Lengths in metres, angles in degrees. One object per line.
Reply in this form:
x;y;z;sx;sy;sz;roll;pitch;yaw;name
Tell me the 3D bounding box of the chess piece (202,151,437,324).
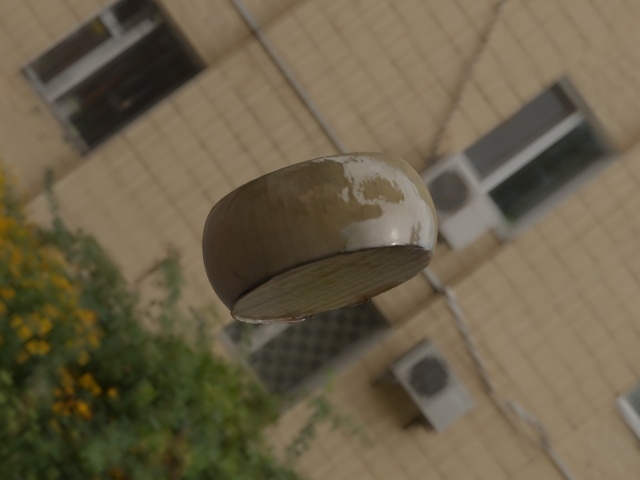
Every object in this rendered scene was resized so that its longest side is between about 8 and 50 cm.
0.000;0.000;0.608;0.083;0.084;0.038;71;0;-72;chess piece
